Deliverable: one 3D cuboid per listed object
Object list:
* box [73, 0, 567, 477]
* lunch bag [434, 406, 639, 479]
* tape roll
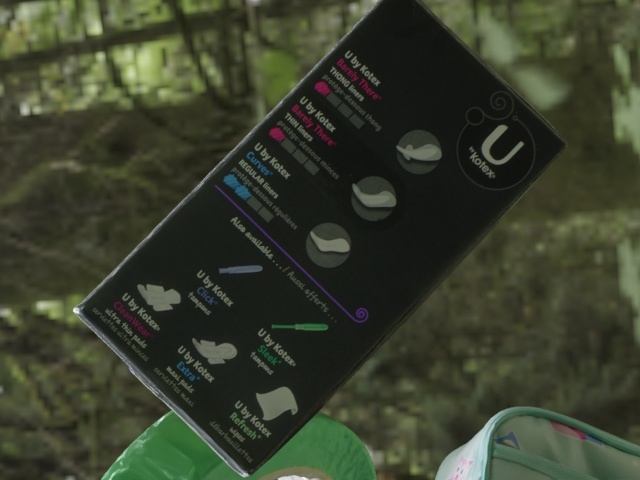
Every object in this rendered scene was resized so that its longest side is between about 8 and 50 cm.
[{"bbox_3d":[0.000,0.000,1.120,0.143,0.270,0.165,44,175,2],"label":"box"},{"bbox_3d":[0.202,0.244,1.297,0.108,0.279,0.224,131,157,-58],"label":"lunch bag"},{"bbox_3d":[-0.082,0.276,1.494,0.321,0.077,0.321,-29,-48,-39],"label":"tape roll"}]
